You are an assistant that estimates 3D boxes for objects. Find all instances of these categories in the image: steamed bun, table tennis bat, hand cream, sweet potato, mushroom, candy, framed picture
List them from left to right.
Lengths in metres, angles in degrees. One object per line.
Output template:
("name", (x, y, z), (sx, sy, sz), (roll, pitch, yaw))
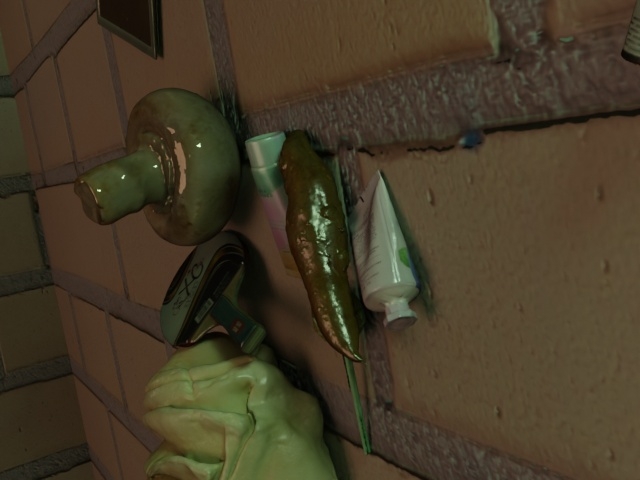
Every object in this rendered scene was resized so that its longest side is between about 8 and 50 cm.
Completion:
("framed picture", (-0.321, -0.442, 1.128), (0.296, 0.019, 0.232), (39, 134, 46))
("mushroom", (-0.206, -0.086, 0.910), (0.206, 0.209, 0.206), (155, 90, -84))
("table tennis bat", (-0.142, 0.079, 0.915), (0.173, 0.022, 0.301), (-56, 30, -2))
("steamed bun", (-0.131, 0.258, 0.898), (0.276, 0.203, 0.289), (-42, 64, 56))
("hand cream", (-0.041, -0.036, 0.795), (0.076, 0.047, 0.174), (11, 120, 57))
("sweet potato", (0.000, 0.000, 0.694), (0.067, 0.067, 0.273), (128, 134, -54))
("candy", (0.032, 0.144, 0.742), (0.061, 0.061, 0.202), (19, 126, 56))
("hand cream", (0.058, 0.016, 0.645), (0.084, 0.053, 0.142), (121, 144, -50))

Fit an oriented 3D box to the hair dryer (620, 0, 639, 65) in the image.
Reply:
("hair dryer", (0.232, -0.133, 0.292), (0.183, 0.044, 0.154), (35, 132, 43))
